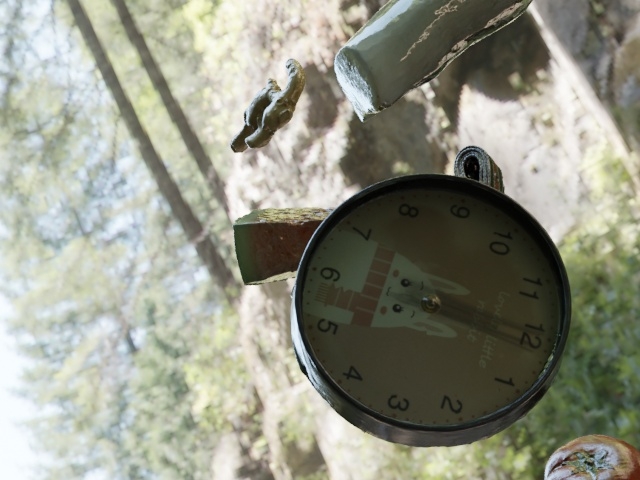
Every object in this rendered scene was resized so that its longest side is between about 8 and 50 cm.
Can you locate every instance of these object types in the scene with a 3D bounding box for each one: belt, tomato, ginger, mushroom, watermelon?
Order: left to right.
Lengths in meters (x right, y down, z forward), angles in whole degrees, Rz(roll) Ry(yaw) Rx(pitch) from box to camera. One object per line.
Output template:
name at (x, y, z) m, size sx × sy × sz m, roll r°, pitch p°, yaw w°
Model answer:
ginger at (-0.116, -0.237, 2.272) m, size 0.065 × 0.149 × 0.258 m, roll 28°, pitch -45°, yaw -21°
watermelon at (0.000, 0.000, 1.988) m, size 0.256 × 0.140 × 0.193 m, roll -9°, pitch 5°, yaw 17°
mushroom at (0.194, -0.323, 1.575) m, size 0.397 × 0.126 × 0.177 m, roll -40°, pitch -1°, yaw -5°
belt at (0.369, -0.052, 2.505) m, size 0.126 × 0.359 × 0.094 m, roll -31°, pitch -41°, yaw 29°
tomato at (0.524, 0.447, 2.202) m, size 0.225 × 0.085 × 0.225 m, roll -15°, pitch 23°, yaw 7°

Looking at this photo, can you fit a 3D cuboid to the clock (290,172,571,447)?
clock at (0.149, 0.086, 1.562) m, size 0.386 × 0.386 × 0.076 m, roll -22°, pitch -22°, yaw -8°
